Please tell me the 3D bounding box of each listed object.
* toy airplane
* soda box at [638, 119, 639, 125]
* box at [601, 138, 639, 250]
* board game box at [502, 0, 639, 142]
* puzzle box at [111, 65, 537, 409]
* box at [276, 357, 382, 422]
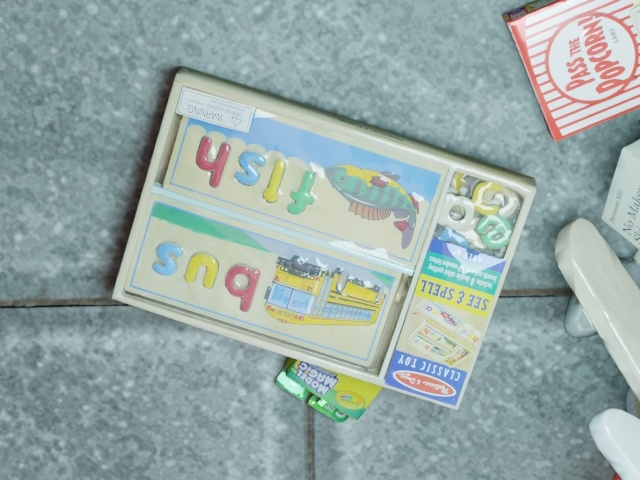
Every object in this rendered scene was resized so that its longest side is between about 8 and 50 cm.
[{"bbox_3d":[0.411,0.191,1.822,0.384,0.272,0.386,11,77,-19],"label":"toy airplane"},{"bbox_3d":[0.443,-0.140,1.809,0.181,0.061,0.058,-27,109,8],"label":"soda box"},{"bbox_3d":[0.422,0.003,1.693,0.094,0.275,0.113,-27,143,-31],"label":"box"},{"bbox_3d":[0.312,-0.210,1.787,0.193,0.045,0.147,-23,110,7],"label":"board game box"},{"bbox_3d":[0.000,0.000,1.820,0.409,0.052,0.272,17,107,-1],"label":"puzzle box"},{"bbox_3d":[0.037,0.124,1.905,0.105,0.043,0.179,32,108,-12],"label":"box"}]
